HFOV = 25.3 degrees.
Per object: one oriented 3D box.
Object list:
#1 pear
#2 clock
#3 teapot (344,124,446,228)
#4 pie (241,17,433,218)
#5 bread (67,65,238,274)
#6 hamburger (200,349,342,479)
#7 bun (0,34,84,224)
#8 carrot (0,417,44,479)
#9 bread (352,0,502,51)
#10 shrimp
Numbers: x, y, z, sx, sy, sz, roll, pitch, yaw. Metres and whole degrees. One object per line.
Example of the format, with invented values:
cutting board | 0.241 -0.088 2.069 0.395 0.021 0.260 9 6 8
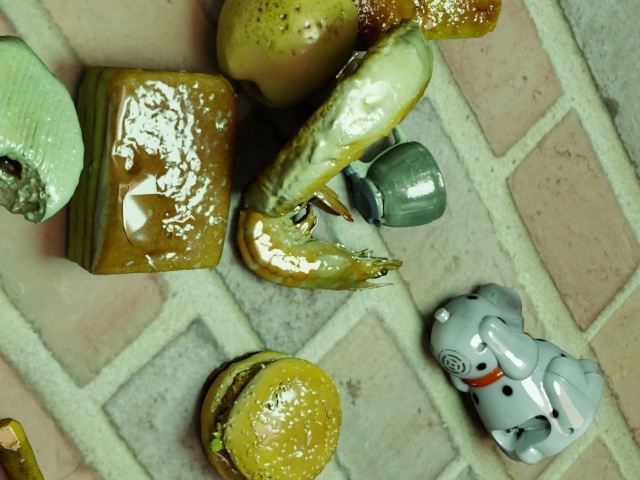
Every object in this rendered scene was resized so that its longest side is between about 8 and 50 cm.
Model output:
pear | -0.043 -0.244 1.704 0.178 0.178 0.178 -8 103 -36
clock | 0.252 0.171 2.012 0.254 0.189 0.189 46 71 -17
teapot | 0.094 -0.082 1.864 0.108 0.111 0.149 -21 114 -23
pie | 0.026 -0.138 1.696 0.092 0.315 0.315 45 69 -3
bread | -0.192 -0.082 1.647 0.184 0.110 0.234 -2 99 -37
hamburger | -0.054 0.238 1.811 0.182 0.118 0.191 -42 125 -20
bun | -0.353 -0.109 1.511 0.212 0.126 0.204 60 38 -35
carrot | -0.341 0.282 1.652 0.042 0.042 0.170 -29 118 -29
bread | 0.119 -0.322 1.856 0.271 0.077 0.139 -10 102 -32
shrimp | 0.000 0.000 1.839 0.249 0.068 0.150 22 80 -33
